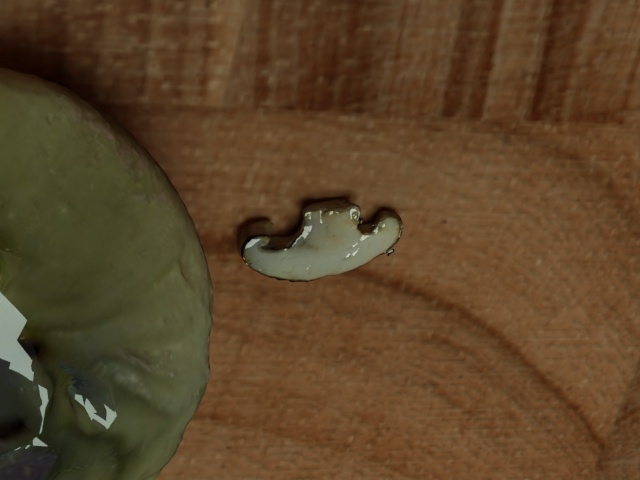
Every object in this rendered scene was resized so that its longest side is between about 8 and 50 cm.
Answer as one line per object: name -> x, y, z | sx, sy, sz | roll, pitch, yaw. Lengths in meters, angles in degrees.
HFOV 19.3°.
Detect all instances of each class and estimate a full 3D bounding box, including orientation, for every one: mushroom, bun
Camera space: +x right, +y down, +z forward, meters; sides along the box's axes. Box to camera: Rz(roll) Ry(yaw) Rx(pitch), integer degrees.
mushroom -> 0.000, -0.001, 1.068 | 0.101, 0.019, 0.049 | -5, 127, -23
bun -> -0.176, 0.047, 0.937 | 0.272, 0.168, 0.273 | -7, 121, -13
